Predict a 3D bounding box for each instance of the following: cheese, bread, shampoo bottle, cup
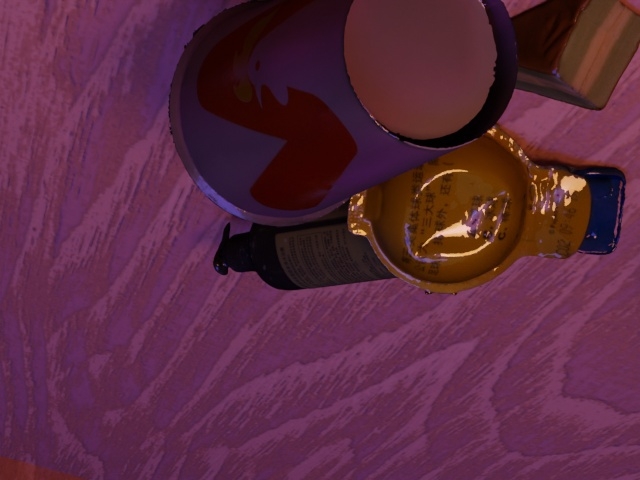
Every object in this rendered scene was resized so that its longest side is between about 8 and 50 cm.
[{"bbox_3d":[0.161,-0.030,1.302,0.270,0.177,0.069,2,-165,-7],"label":"cheese"},{"bbox_3d":[0.194,-0.170,1.145,0.074,0.084,0.139,29,179,-30],"label":"bread"},{"bbox_3d":[0.000,0.000,1.452,0.284,0.101,0.101,-9,146,35],"label":"shampoo bottle"},{"bbox_3d":[0.018,-0.119,1.034,0.203,0.203,0.288,24,168,-21],"label":"cup"}]
